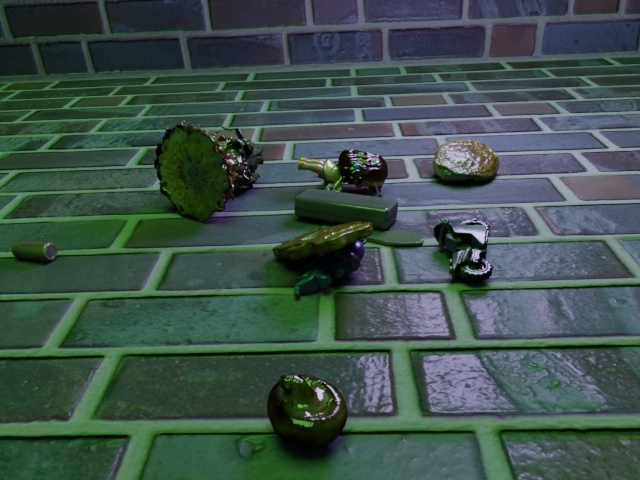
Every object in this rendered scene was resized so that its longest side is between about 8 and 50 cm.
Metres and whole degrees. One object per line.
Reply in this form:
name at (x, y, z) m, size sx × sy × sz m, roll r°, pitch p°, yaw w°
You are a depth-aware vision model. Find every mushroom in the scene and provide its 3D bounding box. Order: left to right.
mushroom at (-0.022, 0.243, 0.837) m, size 0.109 × 0.085 × 0.126 m, roll 27°, pitch 19°, yaw -19°

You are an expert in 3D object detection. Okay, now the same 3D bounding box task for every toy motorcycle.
toy motorcycle at (0.299, 0.010, 1.234) m, size 0.122 × 0.080 × 0.215 m, roll 3°, pitch 34°, yaw 11°

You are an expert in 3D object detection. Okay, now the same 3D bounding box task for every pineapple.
pineapple at (-0.261, -0.200, 1.559) m, size 0.262 × 0.263 × 0.271 m, roll 13°, pitch 21°, yaw 27°

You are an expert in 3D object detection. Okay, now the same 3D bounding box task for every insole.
insole at (0.143, -0.009, 1.351) m, size 0.191 × 0.010 × 0.063 m, roll 8°, pitch 30°, yaw 20°

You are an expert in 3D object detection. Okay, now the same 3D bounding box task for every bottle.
bottle at (-0.657, 0.023, 1.338) m, size 0.096 × 0.045 × 0.045 m, roll 3°, pitch 29°, yaw 16°

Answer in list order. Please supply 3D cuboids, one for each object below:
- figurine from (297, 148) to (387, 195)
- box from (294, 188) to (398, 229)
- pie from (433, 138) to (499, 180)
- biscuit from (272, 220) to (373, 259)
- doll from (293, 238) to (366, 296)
figurine at (0.061, -0.184, 1.569) m, size 0.239 × 0.116 × 0.175 m, roll -1°, pitch 28°, yaw 5°
box at (0.062, -0.080, 1.434) m, size 0.243 × 0.055 × 0.103 m, roll 10°, pitch 23°, yaw 22°
pie at (0.406, -0.215, 1.638) m, size 0.193 × 0.079 × 0.163 m, roll -9°, pitch 39°, yaw -11°
biscuit at (-0.001, -0.003, 1.224) m, size 0.184 × 0.035 × 0.248 m, roll -22°, pitch 7°, yaw -28°
doll at (0.020, 0.053, 1.197) m, size 0.205 × 0.067 × 0.110 m, roll -35°, pitch 29°, yaw -25°
